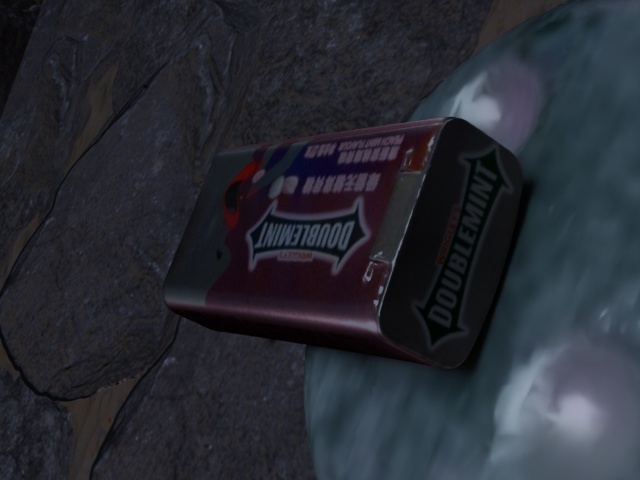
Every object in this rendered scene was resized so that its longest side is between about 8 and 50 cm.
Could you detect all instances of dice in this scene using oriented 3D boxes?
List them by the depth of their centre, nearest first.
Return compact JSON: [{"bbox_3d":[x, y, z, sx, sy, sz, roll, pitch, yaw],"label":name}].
[{"bbox_3d":[0.216,0.070,0.581,0.330,0.328,0.348,18,80,55],"label":"dice"}]

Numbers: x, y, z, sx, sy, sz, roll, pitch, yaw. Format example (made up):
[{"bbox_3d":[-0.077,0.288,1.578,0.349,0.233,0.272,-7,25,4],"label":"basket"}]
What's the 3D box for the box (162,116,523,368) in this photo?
[{"bbox_3d":[0.000,0.000,0.556,0.224,0.069,0.120,-1,65,53],"label":"box"}]
